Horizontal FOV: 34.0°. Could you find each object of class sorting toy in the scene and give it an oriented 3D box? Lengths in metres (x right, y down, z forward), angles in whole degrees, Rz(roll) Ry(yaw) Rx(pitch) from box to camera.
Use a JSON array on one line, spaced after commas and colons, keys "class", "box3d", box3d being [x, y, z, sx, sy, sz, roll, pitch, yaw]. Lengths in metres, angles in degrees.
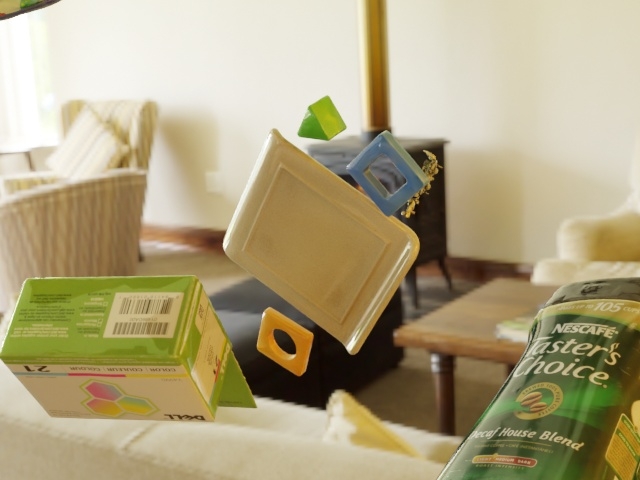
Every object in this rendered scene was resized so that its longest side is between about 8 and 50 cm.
[{"class": "sorting toy", "box3d": [0.000, 0.000, 1.075, 0.196, 0.348, 0.047, 39, 44, 13]}]

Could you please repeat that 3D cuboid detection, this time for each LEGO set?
[{"class": "LEGO set", "box3d": [0.106, -0.057, 1.062, 0.023, 0.054, 0.083, 25, -25, 11]}]

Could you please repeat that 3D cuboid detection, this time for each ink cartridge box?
[{"class": "ink cartridge box", "box3d": [-0.186, 0.147, 1.093, 0.188, 0.255, 0.097, -1, 52, 14]}]

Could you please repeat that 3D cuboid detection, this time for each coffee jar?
[{"class": "coffee jar", "box3d": [0.138, 0.097, 0.561, 0.096, 0.079, 0.184, -9, 29, 43]}]

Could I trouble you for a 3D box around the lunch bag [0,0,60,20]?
[{"class": "lunch bag", "box3d": [-0.257, -0.240, 0.849, 0.151, 0.096, 0.129, -31, 40, 10]}]
